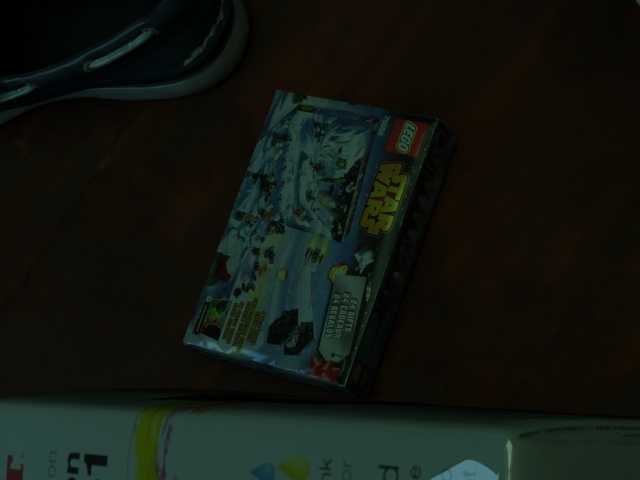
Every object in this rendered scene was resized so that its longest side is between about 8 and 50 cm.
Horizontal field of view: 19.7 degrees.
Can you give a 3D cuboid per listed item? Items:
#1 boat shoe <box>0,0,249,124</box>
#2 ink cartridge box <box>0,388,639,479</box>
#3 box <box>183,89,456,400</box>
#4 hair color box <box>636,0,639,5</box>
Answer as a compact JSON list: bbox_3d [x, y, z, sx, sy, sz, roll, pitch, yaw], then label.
[{"bbox_3d":[-0.165,-0.107,0.979,0.254,0.079,0.095,-1,70,25],"label":"boat shoe"},{"bbox_3d":[0.002,0.170,0.668,0.306,0.131,0.226,-3,84,49],"label":"ink cartridge box"},{"bbox_3d":[0.000,0.000,0.887,0.094,0.027,0.137,13,76,31],"label":"box"},{"bbox_3d":[0.213,-0.112,0.724,0.110,0.185,0.339,-51,54,32],"label":"hair color box"}]
